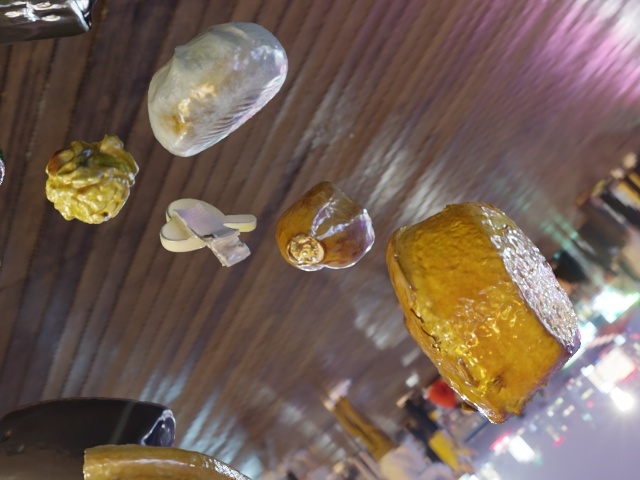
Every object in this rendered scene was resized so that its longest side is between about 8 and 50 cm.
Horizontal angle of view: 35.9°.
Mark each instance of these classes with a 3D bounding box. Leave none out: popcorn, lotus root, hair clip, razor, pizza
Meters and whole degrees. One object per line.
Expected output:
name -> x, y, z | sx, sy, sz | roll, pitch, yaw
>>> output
popcorn -> -0.519, -0.137, 2.256 | 0.189, 0.218, 0.169 | -53, 151, -32
lotus root -> -0.001, 0.001, 2.132 | 0.188, 0.199, 0.180 | -49, -176, 28
hair clip -> -0.190, -0.024, 1.704 | 0.159, 0.218, 0.071 | -21, 122, -27
razor -> -0.423, 0.360, 1.678 | 0.204, 0.349, 0.113 | -72, 150, -44
pizza -> -0.204, 0.373, 1.427 | 0.182, 0.073, 0.365 | -37, 134, 18

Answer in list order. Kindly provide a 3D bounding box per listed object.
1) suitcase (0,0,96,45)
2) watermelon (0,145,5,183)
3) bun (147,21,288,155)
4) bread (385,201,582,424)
suitcase -> -0.494, -0.382, 1.414 | 0.340, 0.188, 0.345 | -8, 175, -5
watermelon -> -0.570, -0.116, 1.646 | 0.092, 0.181, 0.075 | -9, 156, 39
bun -> -0.245, -0.354, 2.256 | 0.362, 0.211, 0.362 | -43, 180, 0
bread -> 0.258, 0.100, 1.512 | 0.204, 0.336, 0.358 | -29, 171, 18
